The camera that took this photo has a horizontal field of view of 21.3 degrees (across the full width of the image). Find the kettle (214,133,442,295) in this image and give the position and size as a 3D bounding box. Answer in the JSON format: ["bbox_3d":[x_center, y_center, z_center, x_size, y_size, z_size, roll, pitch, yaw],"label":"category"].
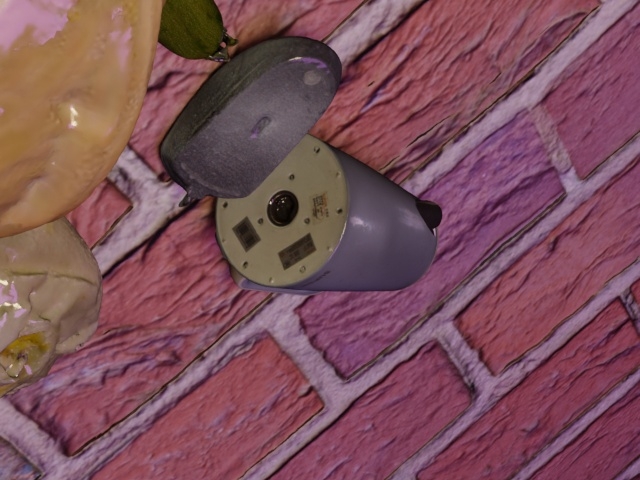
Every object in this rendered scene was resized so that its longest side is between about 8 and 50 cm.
[{"bbox_3d":[0.000,0.000,1.806,0.210,0.160,0.243,-33,156,21],"label":"kettle"}]

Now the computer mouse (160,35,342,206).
[{"bbox_3d":[-0.069,-0.121,1.660,0.113,0.068,0.229,29,120,-34],"label":"computer mouse"}]

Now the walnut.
[{"bbox_3d":[-0.272,-0.174,1.189,0.381,0.381,0.381,-26,142,-22],"label":"walnut"}]

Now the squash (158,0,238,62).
[{"bbox_3d":[-0.142,-0.240,1.458,0.071,0.080,0.318,-4,145,13],"label":"squash"}]

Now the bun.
[{"bbox_3d":[-0.310,0.067,1.564,0.239,0.141,0.239,-27,146,-21],"label":"bun"}]
